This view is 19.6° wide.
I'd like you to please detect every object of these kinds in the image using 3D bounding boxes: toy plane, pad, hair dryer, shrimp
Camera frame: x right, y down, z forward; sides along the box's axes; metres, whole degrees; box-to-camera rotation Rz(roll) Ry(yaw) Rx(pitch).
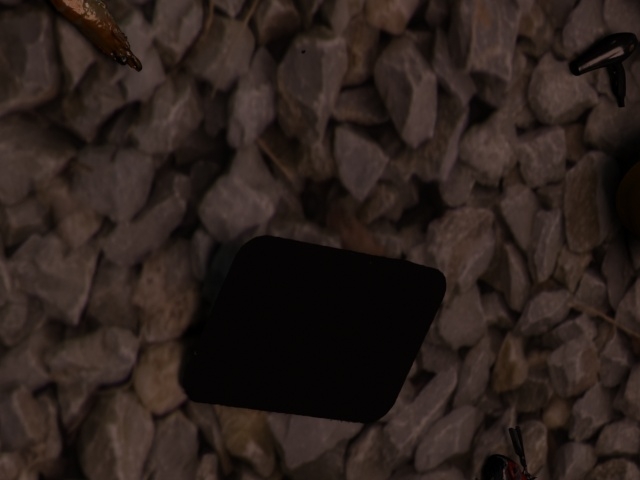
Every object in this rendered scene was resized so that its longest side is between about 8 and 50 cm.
[{"bbox_3d":[0.199,0.261,1.853,0.060,0.037,0.145,-40,116,-39],"label":"toy plane"},{"bbox_3d":[0.015,0.003,1.653,0.250,0.055,0.323,12,89,-39],"label":"pad"},{"bbox_3d":[0.292,-0.165,1.873,0.079,0.031,0.083,-29,123,-20],"label":"hair dryer"},{"bbox_3d":[-0.171,-0.196,1.492,0.091,0.025,0.127,-46,119,-26],"label":"shrimp"}]

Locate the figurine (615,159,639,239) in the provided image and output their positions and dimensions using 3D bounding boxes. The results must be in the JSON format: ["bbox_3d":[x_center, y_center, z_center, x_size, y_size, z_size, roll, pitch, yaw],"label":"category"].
[{"bbox_3d":[0.416,-0.085,1.894,0.192,0.167,0.257,31,75,-24],"label":"figurine"}]
